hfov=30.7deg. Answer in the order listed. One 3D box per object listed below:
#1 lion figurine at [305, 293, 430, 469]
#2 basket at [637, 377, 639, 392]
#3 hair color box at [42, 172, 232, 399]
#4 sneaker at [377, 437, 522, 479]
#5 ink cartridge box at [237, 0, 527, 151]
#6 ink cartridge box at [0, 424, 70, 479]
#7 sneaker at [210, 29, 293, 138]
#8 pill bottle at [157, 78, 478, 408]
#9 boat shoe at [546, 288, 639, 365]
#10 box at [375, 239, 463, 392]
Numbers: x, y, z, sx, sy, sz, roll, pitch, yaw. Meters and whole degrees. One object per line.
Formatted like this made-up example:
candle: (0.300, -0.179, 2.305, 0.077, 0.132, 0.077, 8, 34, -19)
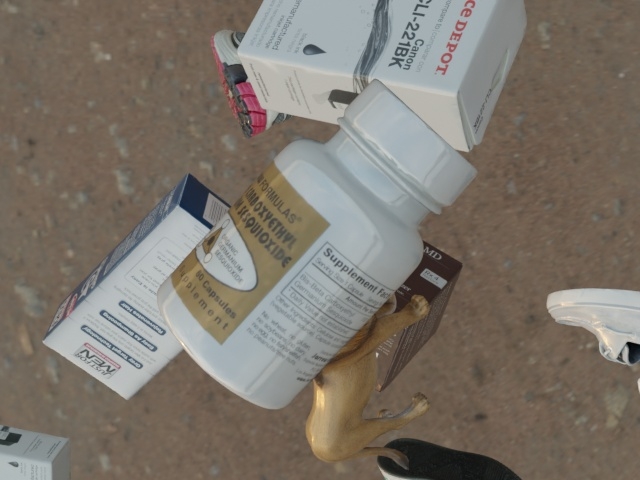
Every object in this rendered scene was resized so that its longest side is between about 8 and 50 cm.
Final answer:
lion figurine: (0.033, 0.201, 1.668, 0.142, 0.240, 0.392, 18, 122, 49)
basket: (0.510, 0.234, 1.523, 0.167, 0.103, 0.113, 70, 155, 17)
hair color box: (-0.250, 0.076, 1.787, 0.174, 0.105, 0.347, 39, 117, -19)
sneaker: (0.242, 0.456, 1.993, 0.295, 0.124, 0.178, 15, 141, 39)
ink cartridge box: (0.075, -0.232, 1.330, 0.272, 0.114, 0.197, 14, 65, 22)
ink cartridge box: (-0.560, 0.418, 2.085, 0.208, 0.087, 0.153, 9, 114, 10)
sneaker: (-0.080, -0.224, 1.630, 0.112, 0.299, 0.121, -19, 118, -6)
pill bottle: (0.000, 0.000, 0.851, 0.229, 0.131, 0.131, -47, 72, 8)
boat shoe: (0.277, 0.080, 1.037, 0.184, 0.066, 0.063, 4, 81, 44)
box: (0.101, 0.104, 1.933, 0.168, 0.203, 0.167, 31, 134, 16)
